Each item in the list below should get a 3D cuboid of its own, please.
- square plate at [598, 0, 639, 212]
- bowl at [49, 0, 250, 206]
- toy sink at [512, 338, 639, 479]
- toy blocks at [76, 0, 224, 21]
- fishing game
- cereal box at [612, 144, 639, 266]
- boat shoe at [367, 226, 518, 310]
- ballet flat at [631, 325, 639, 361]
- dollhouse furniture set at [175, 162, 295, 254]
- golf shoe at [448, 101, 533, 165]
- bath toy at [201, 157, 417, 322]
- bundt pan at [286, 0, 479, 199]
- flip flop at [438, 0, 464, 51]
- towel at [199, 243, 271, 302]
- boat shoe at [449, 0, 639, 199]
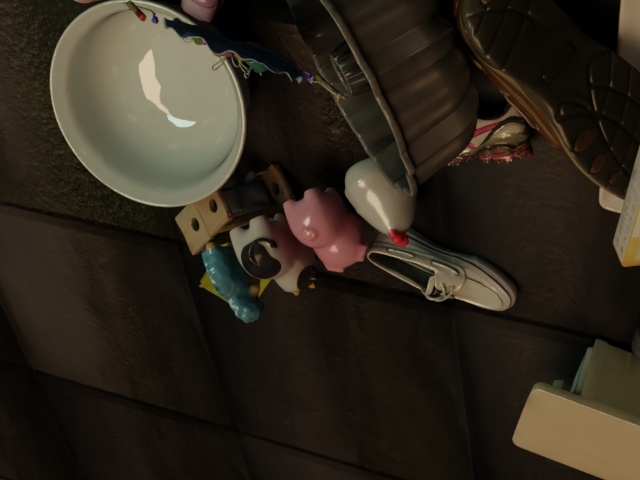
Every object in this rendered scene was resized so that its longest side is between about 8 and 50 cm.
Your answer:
[{"bbox_3d":[0.496,-0.134,1.356,0.344,0.049,0.347,15,138,21],"label":"square plate"},{"bbox_3d":[-0.211,-0.205,1.673,0.297,0.134,0.298,11,120,19],"label":"bowl"},{"bbox_3d":[0.414,0.244,1.740,0.234,0.131,0.153,19,139,10],"label":"toy sink"},{"bbox_3d":[-0.208,-0.365,1.417,0.309,0.289,0.260,31,137,-2],"label":"toy blocks"},{"bbox_3d":[-0.108,-0.222,1.453,0.264,0.189,0.041,18,102,-21],"label":"fishing game"},{"bbox_3d":[0.428,-0.073,1.327,0.172,0.047,0.240,-4,136,-7],"label":"cereal box"},{"bbox_3d":[0.170,0.055,1.753,0.226,0.076,0.083,25,141,10],"label":"boat shoe"},{"bbox_3d":[0.513,0.146,1.621,0.203,0.074,0.074,9,135,30],"label":"ballet flat"},{"bbox_3d":[-0.152,-0.100,1.807,0.129,0.129,0.184,-40,73,49],"label":"dollhouse furniture set"},{"bbox_3d":[0.186,-0.140,1.562,0.186,0.067,0.086,-3,102,37],"label":"golf shoe"},{"bbox_3d":[0.000,0.000,1.727,0.348,0.151,0.129,-28,78,31],"label":"bath toy"},{"bbox_3d":[0.075,-0.218,1.402,0.331,0.124,0.331,60,176,7],"label":"bundt pan"},{"bbox_3d":[0.153,-0.325,1.366,0.112,0.080,0.277,24,142,12],"label":"flip flop"},{"bbox_3d":[-0.123,0.039,1.982,0.102,0.021,0.237,35,141,0],"label":"towel"},{"bbox_3d":[0.267,-0.179,1.363,0.324,0.122,0.120,45,178,-21],"label":"boat shoe"}]
